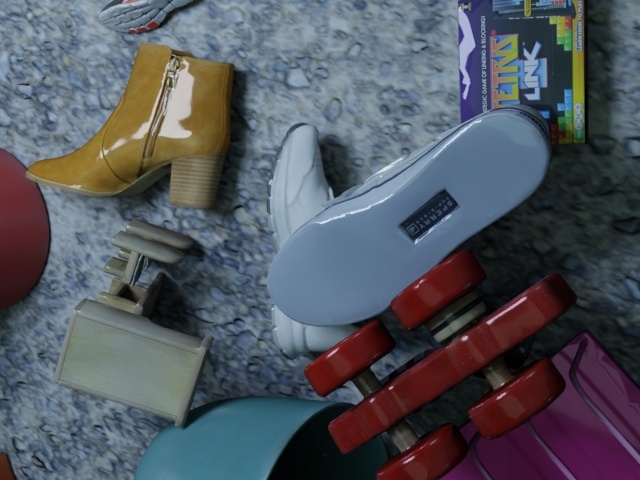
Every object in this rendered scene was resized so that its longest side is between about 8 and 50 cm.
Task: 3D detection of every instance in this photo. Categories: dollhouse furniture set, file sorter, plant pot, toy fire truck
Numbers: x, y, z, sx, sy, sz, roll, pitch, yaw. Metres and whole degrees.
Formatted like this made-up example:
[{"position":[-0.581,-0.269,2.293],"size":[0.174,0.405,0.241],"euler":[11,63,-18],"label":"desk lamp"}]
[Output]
[{"position":[-0.218,0.117,1.101],"size":[0.161,0.242,0.212],"euler":[19,105,-3],"label":"dollhouse furniture set"},{"position":[0.245,0.282,0.953],"size":[0.291,0.182,0.202],"euler":[-44,80,21],"label":"file sorter"},{"position":[-0.088,0.325,1.050],"size":[0.235,0.293,0.293],"euler":[5,99,35],"label":"plant pot"},{"position":[-0.573,-0.003,1.214],"size":[0.275,0.243,0.275],"euler":[3,99,21],"label":"plant pot"},{"position":[0.146,0.128,0.935],"size":[0.302,0.254,0.169],"euler":[-40,80,23],"label":"toy fire truck"}]

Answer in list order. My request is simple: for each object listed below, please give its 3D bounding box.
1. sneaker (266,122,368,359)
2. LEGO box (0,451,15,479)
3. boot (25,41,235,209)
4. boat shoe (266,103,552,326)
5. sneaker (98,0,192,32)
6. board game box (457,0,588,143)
[{"position":[0.000,0.000,1.073],"size":[0.129,0.111,0.297],"euler":[-3,100,7],"label":"sneaker"},{"position":[-0.681,0.593,1.363],"size":[0.500,0.193,0.372],"euler":[-21,89,23],"label":"LEGO box"},{"position":[-0.255,-0.160,1.151],"size":[0.295,0.104,0.211],"euler":[7,94,16],"label":"boot"},{"position":[0.100,-0.038,0.966],"size":[0.367,0.156,0.136],"euler":[-39,94,27],"label":"boat shoe"},{"position":[-0.228,-0.331,1.142],"size":[0.158,0.061,0.065],"euler":[-17,63,22],"label":"sneaker"},{"position":[0.230,-0.192,0.969],"size":[0.141,0.048,0.170],"euler":[-1,97,21],"label":"board game box"}]
